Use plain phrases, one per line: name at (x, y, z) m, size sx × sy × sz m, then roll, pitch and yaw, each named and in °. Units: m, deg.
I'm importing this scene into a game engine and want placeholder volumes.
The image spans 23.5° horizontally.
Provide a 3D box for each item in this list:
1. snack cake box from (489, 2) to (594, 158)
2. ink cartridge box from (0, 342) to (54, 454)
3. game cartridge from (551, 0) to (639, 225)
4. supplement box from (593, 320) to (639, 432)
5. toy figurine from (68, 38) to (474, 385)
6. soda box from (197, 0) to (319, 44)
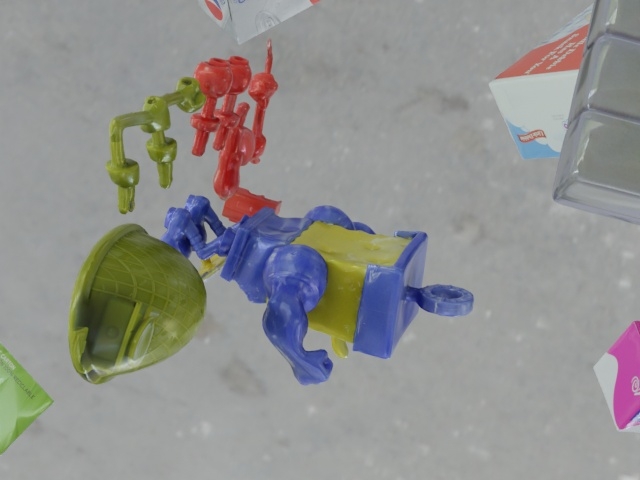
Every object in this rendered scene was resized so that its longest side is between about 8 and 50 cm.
snack cake box at (0.307, -0.182, 1.458) m, size 0.152 × 0.264 × 0.089 m, roll 3°, pitch 125°, yaw 56°
ink cartridge box at (-0.403, 0.166, 1.395) m, size 0.189 × 0.255 × 0.097 m, roll 42°, pitch 173°, yaw 26°
game cartridge at (0.302, -0.075, 0.724) m, size 0.355 × 0.230 × 0.068 m, roll 15°, pitch 171°, yaw 0°
supplement box at (0.497, 0.188, 2.070) m, size 0.220 × 0.114 × 0.111 m, roll 7°, pitch 138°, yaw -23°
toy figurine at (0.000, 0.000, 1.023) m, size 0.217 × 0.362 × 0.191 m, roll 18°, pitch 105°, yaw 8°
soda box at (-0.015, -0.358, 1.896) m, size 0.098 × 0.286 × 0.091 m, roll 45°, pitch 157°, yaw 36°
